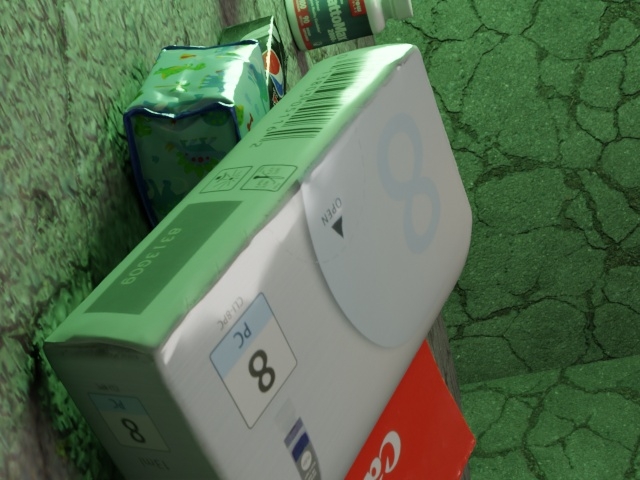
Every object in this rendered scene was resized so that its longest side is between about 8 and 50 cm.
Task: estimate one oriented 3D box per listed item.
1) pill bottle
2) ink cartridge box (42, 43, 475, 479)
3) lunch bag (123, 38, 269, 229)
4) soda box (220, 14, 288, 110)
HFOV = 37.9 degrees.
[{"bbox_3d":[0.044,-0.358,1.412,0.108,0.180,0.108,-12,90,-80],"label":"pill bottle"},{"bbox_3d":[0.030,0.112,0.620,0.308,0.091,0.385,-53,128,-42],"label":"ink cartridge box"},{"bbox_3d":[-0.075,-0.052,0.673,0.129,0.096,0.151,-79,166,-59],"label":"lunch bag"},{"bbox_3d":[-0.067,-0.148,0.901,0.169,0.060,0.053,-91,164,-47],"label":"soda box"}]
